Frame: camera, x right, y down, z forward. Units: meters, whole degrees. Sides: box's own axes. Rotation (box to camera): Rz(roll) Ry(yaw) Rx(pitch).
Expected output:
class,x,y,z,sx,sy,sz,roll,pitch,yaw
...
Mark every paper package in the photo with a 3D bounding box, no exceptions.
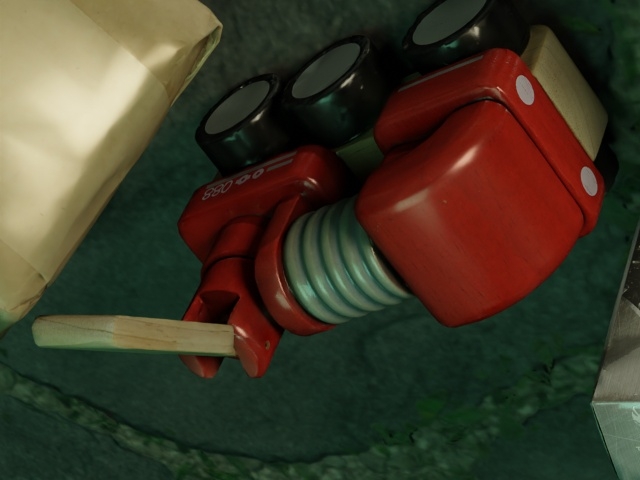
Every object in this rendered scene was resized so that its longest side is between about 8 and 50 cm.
class,x,y,z,sx,sy,sz,roll,pitch,yaw
paper package,-0.242,-0.098,0.777,0.324,0.168,0.309,35,164,-9

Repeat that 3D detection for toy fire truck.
class,x,y,z,sx,sy,sz,roll,pitch,yaw
toy fire truck,0.000,0.000,0.777,0.217,0.246,0.158,-18,122,37

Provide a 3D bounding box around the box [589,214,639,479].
class,x,y,z,sx,sy,sz,roll,pitch,yaw
box,0.252,0.024,0.732,0.231,0.183,0.056,-3,129,28
